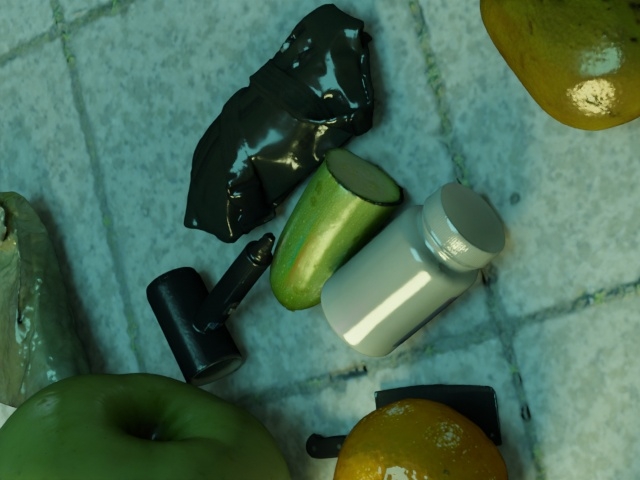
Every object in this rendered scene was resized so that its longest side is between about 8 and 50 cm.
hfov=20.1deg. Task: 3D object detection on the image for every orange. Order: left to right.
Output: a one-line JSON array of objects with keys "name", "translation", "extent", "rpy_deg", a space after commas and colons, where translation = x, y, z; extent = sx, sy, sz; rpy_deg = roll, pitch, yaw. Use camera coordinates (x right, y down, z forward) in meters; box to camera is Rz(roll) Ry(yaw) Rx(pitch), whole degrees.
[{"name": "orange", "translation": [0.097, 0.256, 1.807], "extent": [0.193, 0.161, 0.193], "rpy_deg": [14, 112, 36]}]

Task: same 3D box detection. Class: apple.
[{"name": "apple", "translation": [-0.206, 0.321, 1.943], "extent": [0.357, 0.357, 0.357], "rpy_deg": [3, 94, 38]}]

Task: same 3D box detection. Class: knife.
[{"name": "knife", "translation": [0.083, 0.192, 1.912], "extent": [0.245, 0.019, 0.072], "rpy_deg": [-11, 84, 35]}]

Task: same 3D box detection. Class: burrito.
[{"name": "burrito", "translation": [-0.361, 0.106, 2.201], "extent": [0.175, 0.107, 0.347], "rpy_deg": [-46, 63, 47]}]

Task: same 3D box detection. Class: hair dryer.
[{"name": "hair dryer", "translation": [-0.108, 0.047, 1.983], "extent": [0.128, 0.070, 0.255], "rpy_deg": [61, 141, 20]}]

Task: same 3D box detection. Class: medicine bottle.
[{"name": "medicine bottle", "translation": [0.094, 0.030, 1.838], "extent": [0.187, 0.103, 0.103], "rpy_deg": [-43, 67, 31]}]

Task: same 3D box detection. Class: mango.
[{"name": "mango", "translation": [0.235, -0.190, 1.710], "extent": [0.227, 0.109, 0.147], "rpy_deg": [34, 123, 37]}]

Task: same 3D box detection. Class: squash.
[{"name": "squash", "translation": [0.000, 0.000, 1.915], "extent": [0.095, 0.095, 0.188], "rpy_deg": [49, 122, 25]}]

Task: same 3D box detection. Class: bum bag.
[{"name": "bum bag", "translation": [-0.050, -0.112, 1.958], "extent": [0.326, 0.080, 0.142], "rpy_deg": [-46, 62, 31]}]
